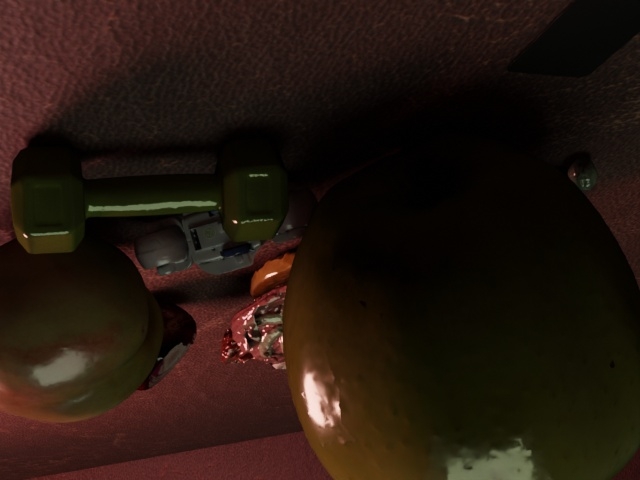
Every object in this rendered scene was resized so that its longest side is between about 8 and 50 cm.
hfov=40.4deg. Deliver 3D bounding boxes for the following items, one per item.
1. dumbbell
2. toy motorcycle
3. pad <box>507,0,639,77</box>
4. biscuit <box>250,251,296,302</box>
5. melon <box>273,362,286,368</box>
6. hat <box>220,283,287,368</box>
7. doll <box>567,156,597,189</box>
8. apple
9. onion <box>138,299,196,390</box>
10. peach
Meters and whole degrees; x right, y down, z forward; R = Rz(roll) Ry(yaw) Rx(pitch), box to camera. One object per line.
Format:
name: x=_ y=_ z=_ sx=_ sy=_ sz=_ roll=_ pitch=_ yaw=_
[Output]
dumbbell: x=-0.187 y=-0.051 z=0.975 sx=0.301 sy=0.122 sz=0.108 roll=-5 pitch=-171 yaw=-14
toy motorcycle: x=-0.121 y=-0.016 z=1.143 sx=0.254 sy=0.113 sz=0.112 roll=-15 pitch=159 yaw=12
pad: x=0.277 y=-0.213 z=0.894 sx=0.112 sy=0.003 sz=0.157 roll=0 pitch=158 yaw=-23
biscuit: x=-0.015 y=0.060 z=1.453 sx=0.204 sy=0.040 sz=0.309 roll=-3 pitch=159 yaw=-17
melon: x=-0.082 y=0.206 z=1.754 sx=0.139 sy=0.093 sz=0.202 roll=-6 pitch=157 yaw=13
hat: x=-0.059 y=0.151 z=1.462 sx=0.286 sy=0.107 sz=0.236 roll=-27 pitch=144 yaw=29
doll: x=0.326 y=-0.033 z=1.247 sx=0.214 sy=0.071 sz=0.103 roll=-62 pitch=167 yaw=27
apple: x=0.164 y=0.112 z=1.045 sx=0.473 sy=0.474 sz=0.474 roll=-8 pitch=160 yaw=-3
onion: x=-0.311 y=0.184 z=1.508 sx=0.173 sy=0.135 sz=0.198 roll=-39 pitch=171 yaw=-33
peach: x=-0.357 y=0.118 z=1.154 sx=0.292 sy=0.248 sz=0.292 roll=-18 pitch=166 yaw=-5
